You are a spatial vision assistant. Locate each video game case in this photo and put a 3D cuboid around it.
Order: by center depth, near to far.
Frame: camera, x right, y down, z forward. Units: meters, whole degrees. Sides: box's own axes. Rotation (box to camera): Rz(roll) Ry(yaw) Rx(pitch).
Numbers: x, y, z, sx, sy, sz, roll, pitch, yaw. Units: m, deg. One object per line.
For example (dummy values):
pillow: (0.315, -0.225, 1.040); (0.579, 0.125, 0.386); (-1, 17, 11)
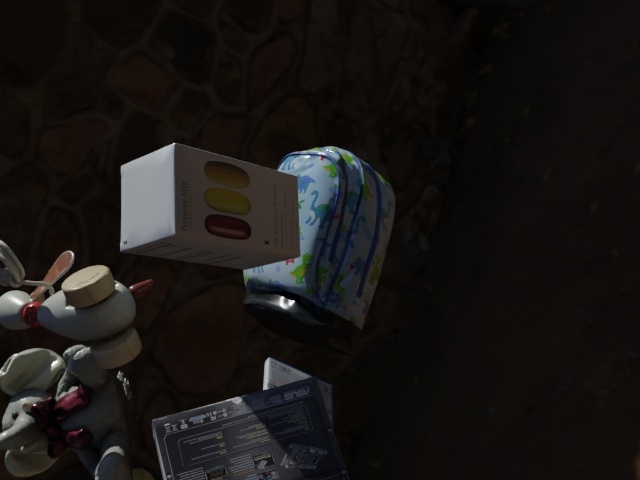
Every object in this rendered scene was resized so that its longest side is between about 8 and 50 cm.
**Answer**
video game case: (-0.033, 0.258, 1.191); (0.015, 0.119, 0.166); (-51, 22, 29)

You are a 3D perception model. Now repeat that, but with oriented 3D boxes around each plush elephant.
plush elephant: (-0.507, 0.343, 1.542); (0.330, 0.255, 0.272); (-169, 66, -81)

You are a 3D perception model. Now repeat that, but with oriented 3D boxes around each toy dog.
toy dog: (-0.421, 0.102, 1.403); (0.333, 0.220, 0.161); (22, 36, 27)

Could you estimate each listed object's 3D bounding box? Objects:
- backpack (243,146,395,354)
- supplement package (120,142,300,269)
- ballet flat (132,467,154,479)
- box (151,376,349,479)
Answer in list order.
backpack: (0.000, 0.000, 1.525); (0.290, 0.273, 0.356); (11, 63, 53)
supplement package: (-0.162, -0.042, 1.204); (0.133, 0.244, 0.139); (-14, 74, 41)
ballet flat: (-0.398, 0.598, 1.494); (0.123, 0.123, 0.349); (-9, 45, 55)
box: (-0.088, 0.297, 1.049); (0.056, 0.231, 0.183); (107, 147, -61)
